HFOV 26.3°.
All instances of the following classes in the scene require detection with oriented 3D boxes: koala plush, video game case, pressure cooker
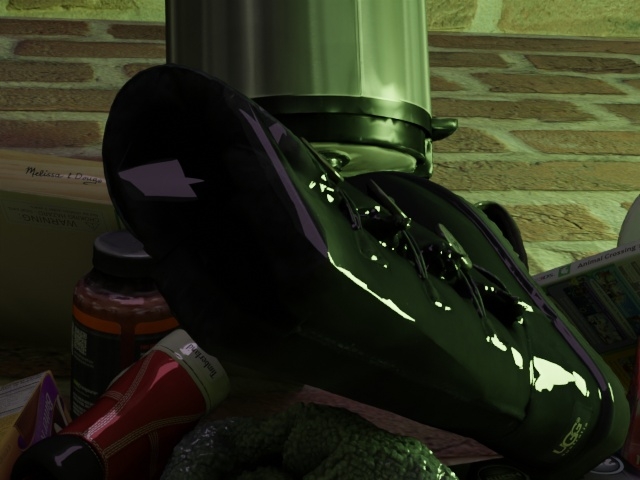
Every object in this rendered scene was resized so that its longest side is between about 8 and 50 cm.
[{"bbox_3d":[-0.021,0.236,0.882,0.203,0.196,0.221,-27,22,43],"label":"koala plush"},{"bbox_3d":[0.310,0.087,1.267,0.193,0.212,0.023,-21,33,33],"label":"video game case"},{"bbox_3d":[-0.036,-0.221,1.860,0.370,0.420,0.375,-7,-9,27],"label":"pressure cooker"}]

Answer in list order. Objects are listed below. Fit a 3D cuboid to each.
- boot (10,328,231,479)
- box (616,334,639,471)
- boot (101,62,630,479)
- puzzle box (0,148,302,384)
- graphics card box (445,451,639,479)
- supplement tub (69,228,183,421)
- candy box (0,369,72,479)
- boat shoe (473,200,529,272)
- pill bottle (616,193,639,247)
[{"bbox_3d":[-0.176,0.171,1.037,0.176,0.244,0.088,-39,83,-29],"label":"boot"},{"bbox_3d":[0.412,0.191,1.182,0.300,0.142,0.154,9,21,10],"label":"box"},{"bbox_3d":[0.001,0.001,0.989,0.445,0.146,0.367,25,12,-49],"label":"boot"},{"bbox_3d":[-0.212,0.024,1.344,0.409,0.272,0.052,8,54,8],"label":"puzzle box"},{"bbox_3d":[0.209,0.278,0.972,0.232,0.094,0.371,-5,21,-23],"label":"graphics card box"},{"bbox_3d":[-0.172,0.093,1.236,0.106,0.198,0.106,5,20,-2],"label":"supplement tub"},{"bbox_3d":[-0.232,0.189,1.061,0.053,0.109,0.187,-19,15,10],"label":"candy box"},{"bbox_3d":[0.177,0.036,1.525,0.112,0.095,0.335,20,17,-2],"label":"boat shoe"},{"bbox_3d":[0.428,0.018,1.448,0.210,0.210,0.363,13,6,22],"label":"pill bottle"}]
